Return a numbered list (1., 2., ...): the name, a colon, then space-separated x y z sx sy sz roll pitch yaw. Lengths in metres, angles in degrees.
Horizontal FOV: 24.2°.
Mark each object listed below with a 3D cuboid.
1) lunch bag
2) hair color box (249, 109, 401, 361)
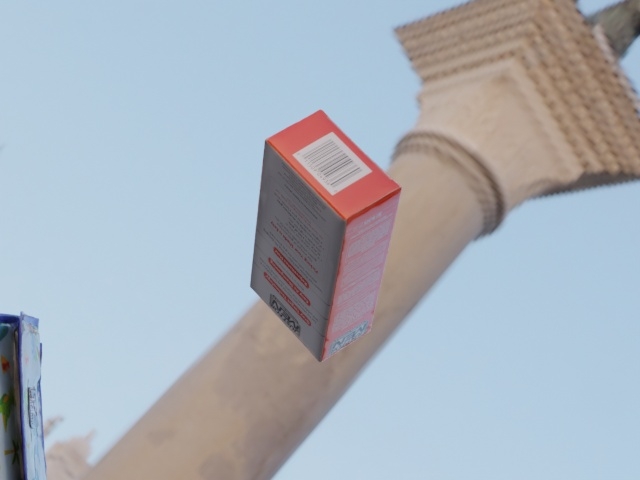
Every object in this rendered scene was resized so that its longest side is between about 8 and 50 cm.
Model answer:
1. lunch bag: -0.229 0.111 0.953 0.096 0.151 0.129 -7 -97 27
2. hair color box: 0.000 0.000 0.859 0.072 0.043 0.141 46 -29 24
